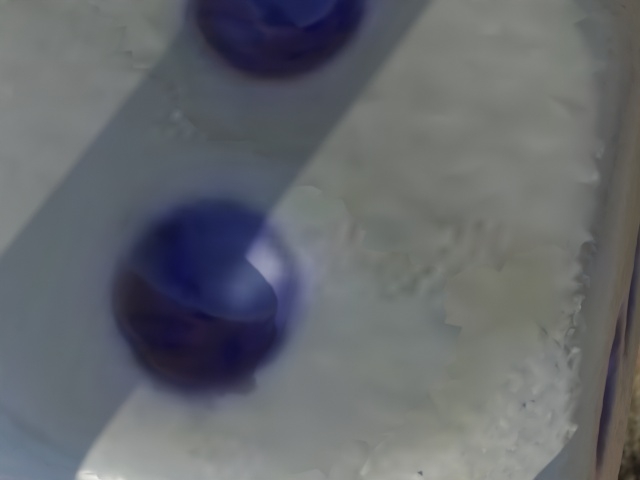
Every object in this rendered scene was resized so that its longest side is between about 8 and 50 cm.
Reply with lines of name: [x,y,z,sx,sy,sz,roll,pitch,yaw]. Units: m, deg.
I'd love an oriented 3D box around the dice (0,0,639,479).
dice: [0.000,0.000,0.687,0.304,0.304,0.277,8,164,16]
